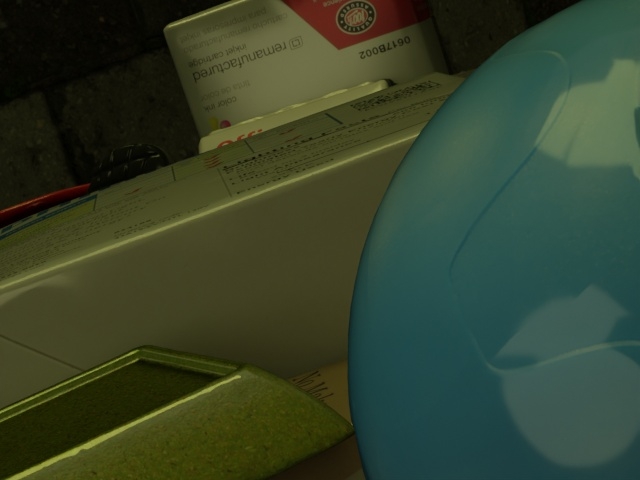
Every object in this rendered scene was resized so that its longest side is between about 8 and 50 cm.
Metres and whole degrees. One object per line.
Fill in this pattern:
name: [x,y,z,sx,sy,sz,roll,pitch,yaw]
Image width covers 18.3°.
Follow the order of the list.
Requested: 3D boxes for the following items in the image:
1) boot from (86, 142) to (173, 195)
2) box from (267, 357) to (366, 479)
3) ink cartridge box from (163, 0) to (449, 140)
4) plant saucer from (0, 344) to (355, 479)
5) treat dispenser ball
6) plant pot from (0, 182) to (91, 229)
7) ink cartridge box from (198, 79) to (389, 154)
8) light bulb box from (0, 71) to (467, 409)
boot: [-0.124,0.017,1.687,0.083,0.246,0.161,3,21,21]
box: [-0.002,0.141,1.001,0.311,0.121,0.148,-20,10,-5]
ink cartridge box: [0.017,-0.086,1.783,0.226,0.306,0.131,-18,4,9]
plant saucer: [-0.108,0.099,0.937,0.188,0.045,0.188,-24,12,-25]
treat dispenser ball: [0.153,0.044,0.711,0.288,0.288,0.288,-18,8,3]
plant pot: [-0.274,0.047,2.042,0.191,0.174,0.191,-18,7,2]
ink cartridge box: [0.000,0.000,1.610,0.172,0.100,0.237,-17,44,9]
light bulb box: [-0.022,0.056,1.244,0.358,0.225,0.361,-20,8,-3]
